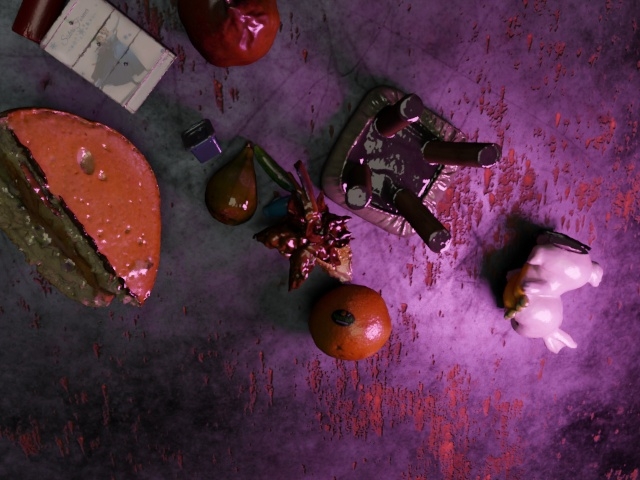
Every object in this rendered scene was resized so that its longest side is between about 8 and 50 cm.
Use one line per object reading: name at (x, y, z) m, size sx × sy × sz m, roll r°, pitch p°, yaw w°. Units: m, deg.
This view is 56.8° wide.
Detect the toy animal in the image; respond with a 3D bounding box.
toy animal at (0.593, 0.139, 1.559) m, size 0.247 × 0.183 × 0.310 m, roll 9°, pitch 107°, yaw -15°

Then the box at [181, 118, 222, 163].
box at (-0.258, -0.217, 1.306) m, size 0.074 × 0.099 × 0.054 m, roll -33°, pitch 127°, yaw 1°

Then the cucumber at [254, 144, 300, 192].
cucumber at (-0.100, -0.157, 1.388) m, size 0.039 × 0.039 × 0.168 m, roll -44°, pitch 111°, yaw 5°

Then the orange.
orange at (0.072, 0.204, 1.469) m, size 0.206 × 0.206 × 0.206 m, roll -4°, pitch 109°, yaw -11°

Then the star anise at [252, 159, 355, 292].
star anise at (-0.041, -0.032, 1.307) m, size 0.237 × 0.148 × 0.346 m, roll 12°, pitch 136°, yaw 7°

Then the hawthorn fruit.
hawthorn fruit at (-0.181, -0.447, 1.160) m, size 0.208 × 0.248 × 0.208 m, roll -2°, pitch 105°, yaw -6°

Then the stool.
stool at (0.196, -0.158, 1.353) m, size 0.310 × 0.226 × 0.310 m, roll 26°, pitch 101°, yaw -17°

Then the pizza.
pizza at (0.000, 0.000, 1.448) m, size 0.226 × 0.069 × 0.147 m, roll 26°, pitch 94°, yaw -11°

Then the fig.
fig at (-0.204, -0.129, 1.349) m, size 0.127 × 0.133 × 0.184 m, roll -11°, pitch 72°, yaw 8°

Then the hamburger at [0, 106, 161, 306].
hamburger at (-0.486, -0.086, 1.218) m, size 0.268 × 0.287 × 0.445 m, roll -11°, pitch 120°, yaw 35°

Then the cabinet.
cabinet at (-0.415, -0.380, 1.185) m, size 0.206 × 0.150 × 0.145 m, roll 36°, pitch 98°, yaw -21°

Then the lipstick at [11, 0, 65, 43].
lipstick at (-0.519, -0.521, 1.157) m, size 0.073 × 0.073 × 0.279 m, roll 24°, pitch 103°, yaw -19°

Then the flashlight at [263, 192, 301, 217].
flashlight at (-0.075, -0.083, 1.396) m, size 0.129 × 0.051 × 0.051 m, roll -20°, pitch 113°, yaw 19°
